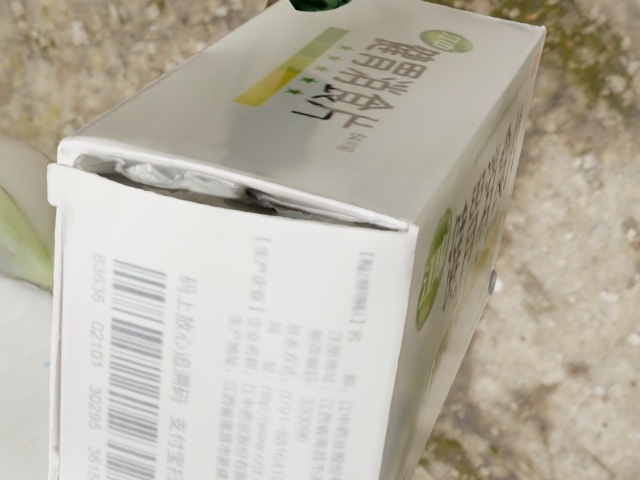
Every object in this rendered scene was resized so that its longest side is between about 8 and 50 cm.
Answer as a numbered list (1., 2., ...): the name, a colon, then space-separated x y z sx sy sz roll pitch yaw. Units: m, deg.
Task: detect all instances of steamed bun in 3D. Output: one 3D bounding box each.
1. steamed bun: -0.280 0.044 1.086 0.309 0.309 0.309 17 120 30

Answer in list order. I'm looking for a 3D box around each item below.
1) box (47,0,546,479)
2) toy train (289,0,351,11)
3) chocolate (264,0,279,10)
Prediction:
1. box: -0.001 0.001 0.668 0.145 0.333 0.173 12 114 13
2. toy train: -0.010 -0.142 0.639 0.033 0.083 0.053 -9 70 14
3. chocolate: -0.025 -0.243 1.659 0.148 0.080 0.125 125 124 -70
